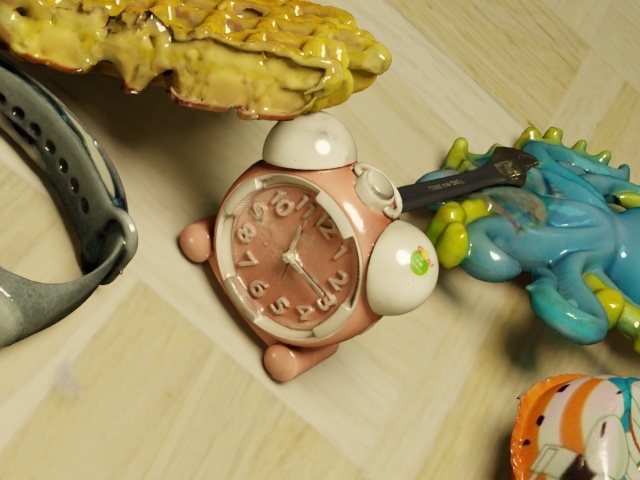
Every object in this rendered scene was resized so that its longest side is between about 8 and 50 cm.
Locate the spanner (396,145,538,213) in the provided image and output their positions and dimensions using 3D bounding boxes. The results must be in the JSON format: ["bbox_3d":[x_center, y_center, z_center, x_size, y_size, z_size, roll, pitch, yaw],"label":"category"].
[{"bbox_3d":[0.113,-0.049,1.324,0.208,0.012,0.046,-17,45,-44],"label":"spanner"}]

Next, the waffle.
[{"bbox_3d":[-0.107,-0.150,1.178,0.283,0.065,0.309,-5,22,-37],"label":"waffle"}]

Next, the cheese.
[{"bbox_3d":[0.203,0.213,1.204,0.217,0.129,0.329,50,42,5],"label":"cheese"}]

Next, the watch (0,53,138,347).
[{"bbox_3d":[-0.221,-0.032,1.088,0.206,0.068,0.193,36,43,-9],"label":"watch"}]

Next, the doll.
[{"bbox_3d":[0.233,0.019,1.400,0.341,0.099,0.346,20,29,-10],"label":"doll"}]

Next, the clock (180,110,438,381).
[{"bbox_3d":[0.000,0.000,1.176,0.093,0.162,0.166,-26,78,-50],"label":"clock"}]
